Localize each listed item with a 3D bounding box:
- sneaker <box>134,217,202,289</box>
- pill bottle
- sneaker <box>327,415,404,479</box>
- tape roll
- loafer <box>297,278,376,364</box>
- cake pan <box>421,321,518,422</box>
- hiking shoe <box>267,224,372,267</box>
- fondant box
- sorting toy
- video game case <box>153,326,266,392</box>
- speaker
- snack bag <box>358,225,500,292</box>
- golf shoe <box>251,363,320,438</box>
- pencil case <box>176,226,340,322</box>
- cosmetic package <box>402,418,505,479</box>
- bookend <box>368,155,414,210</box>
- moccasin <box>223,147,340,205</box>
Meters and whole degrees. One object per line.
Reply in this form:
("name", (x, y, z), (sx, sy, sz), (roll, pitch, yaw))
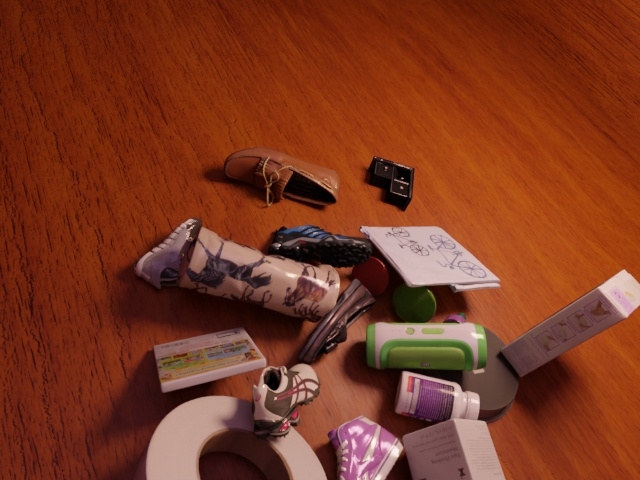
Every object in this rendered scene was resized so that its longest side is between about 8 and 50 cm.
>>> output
("sneaker", (-0.380, 0.048, 1.264), (0.132, 0.086, 0.228), (40, 64, 7))
("pill bottle", (0.291, 0.402, 1.160), (0.194, 0.108, 0.108), (11, 51, 8))
("sneaker", (0.056, 0.522, 1.038), (0.161, 0.102, 0.282), (36, 42, 14))
("tape roll", (-0.156, 0.473, 0.892), (0.392, 0.072, 0.392), (28, 18, -10))
("loafer", (0.055, 0.225, 1.246), (0.095, 0.109, 0.302), (37, 50, 6))
("cake pan", (0.425, 0.354, 1.293), (0.293, 0.054, 0.293), (8, 53, -11))
("hiking shoe", (0.000, 0.000, 1.349), (0.304, 0.113, 0.132), (1, 45, 7))
("fondant box", (0.686, 0.227, 1.256), (0.238, 0.330, 0.096), (-11, 58, -43))
("sorting toy", (0.272, 0.153, 1.358), (0.366, 0.127, 0.126), (32, 28, 20))
("video game case", (-0.265, 0.271, 1.079), (0.227, 0.026, 0.206), (-8, 14, -22))
("speaker", (0.270, 0.276, 1.205), (0.297, 0.131, 0.131), (-2, 52, 9))
("snack bag", (0.325, 0.050, 1.406), (0.343, 0.037, 0.323), (0, 33, -27))
("golf shoe", (-0.074, 0.330, 1.050), (0.105, 0.273, 0.120), (-13, 97, 16))
("pencil case", (-0.164, 0.091, 1.203), (0.410, 0.183, 0.159), (17, 93, -15))
("cosmetic package", (0.307, 0.519, 1.043), (0.151, 0.151, 0.183), (23, 42, -40))
("bookend", (0.244, -0.203, 1.635), (0.157, 0.072, 0.156), (17, 52, -4))
("moccasin", (-0.123, -0.192, 1.487), (0.380, 0.139, 0.147), (18, 42, -16))
